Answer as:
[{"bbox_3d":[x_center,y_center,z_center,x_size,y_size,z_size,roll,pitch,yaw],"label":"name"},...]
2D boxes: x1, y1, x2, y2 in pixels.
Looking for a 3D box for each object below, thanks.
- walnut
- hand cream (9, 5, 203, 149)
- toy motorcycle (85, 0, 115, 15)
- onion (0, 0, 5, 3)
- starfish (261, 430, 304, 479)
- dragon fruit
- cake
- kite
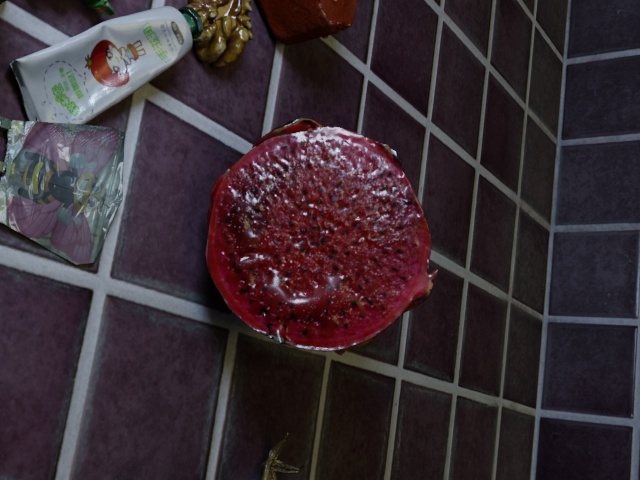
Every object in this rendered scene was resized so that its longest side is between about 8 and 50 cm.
[{"bbox_3d":[-0.161,-0.376,1.397,0.143,0.069,0.170,14,80,-56],"label":"walnut"},{"bbox_3d":[-0.298,-0.259,1.209,0.336,0.076,0.121,-42,123,-40],"label":"hand cream"},{"bbox_3d":[-0.344,-0.374,1.131,0.190,0.074,0.106,7,93,-56],"label":"toy motorcycle"},{"bbox_3d":[-0.397,-0.353,0.979,0.218,0.195,0.139,93,0,-82],"label":"onion"},{"bbox_3d":[-0.081,0.406,1.514,0.133,0.041,0.130,21,78,-56],"label":"starfish"},{"bbox_3d":[0.000,0.000,1.416,0.370,0.387,0.249,-63,-179,0],"label":"dragon fruit"},{"bbox_3d":[-0.037,-0.502,1.511,0.177,0.151,0.282,-52,125,-38],"label":"cake"},{"bbox_3d":[-0.396,-0.093,1.083,0.360,0.022,0.204,22,78,-53],"label":"kite"}]
